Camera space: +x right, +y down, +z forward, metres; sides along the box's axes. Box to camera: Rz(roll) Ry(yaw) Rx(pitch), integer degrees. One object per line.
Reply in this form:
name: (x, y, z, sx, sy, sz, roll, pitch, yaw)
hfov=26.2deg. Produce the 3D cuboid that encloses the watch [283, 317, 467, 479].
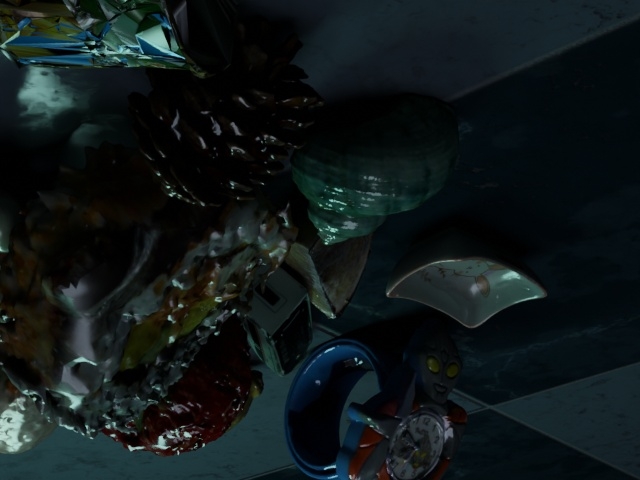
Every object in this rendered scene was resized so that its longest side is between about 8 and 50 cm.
watch: (0.082, 0.255, 2.241, 0.241, 0.305, 0.274, 25, 171, -40)

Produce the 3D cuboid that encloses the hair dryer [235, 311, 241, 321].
hair dryer: (-0.214, 0.141, 2.114, 0.248, 0.071, 0.114, -21, 149, 22)

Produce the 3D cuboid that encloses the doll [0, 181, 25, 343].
doll: (-0.413, 0.024, 1.726, 0.235, 0.174, 0.330, -37, 151, -6)

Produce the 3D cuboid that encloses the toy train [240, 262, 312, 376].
toy train: (-0.069, 0.127, 2.041, 0.088, 0.086, 0.407, 38, 168, 10)

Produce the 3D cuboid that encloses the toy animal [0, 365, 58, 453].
toy animal: (-0.448, 0.191, 1.973, 0.188, 0.227, 0.358, 12, 169, -19)

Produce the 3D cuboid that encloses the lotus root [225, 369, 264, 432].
lotus root: (-0.194, 0.268, 2.294, 0.214, 0.138, 0.138, -9, 155, -16)

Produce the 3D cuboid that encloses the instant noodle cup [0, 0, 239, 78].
instant noodle cup: (-0.186, -0.248, 1.183, 0.178, 0.240, 0.240, -3, 155, 16)

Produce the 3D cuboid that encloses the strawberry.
strawberry: (-0.211, 0.183, 1.975, 0.274, 0.274, 0.220, -16, 158, 22)

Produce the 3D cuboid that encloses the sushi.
sushi: (-0.218, 0.053, 1.678, 0.417, 0.176, 0.417, -39, 155, -23)

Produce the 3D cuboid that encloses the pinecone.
pinecone: (-0.100, -0.131, 1.459, 0.204, 0.184, 0.179, -22, 167, 15)

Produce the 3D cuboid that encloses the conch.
conch: (0.058, -0.076, 1.646, 0.196, 0.134, 0.202, 16, 146, -33)

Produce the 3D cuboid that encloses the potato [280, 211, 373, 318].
potato: (-0.002, -0.002, 1.855, 0.100, 0.120, 0.261, 31, 164, 19)

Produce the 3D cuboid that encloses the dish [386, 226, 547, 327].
dish: (0.207, 0.046, 1.979, 0.151, 0.077, 0.212, -29, 145, 36)
